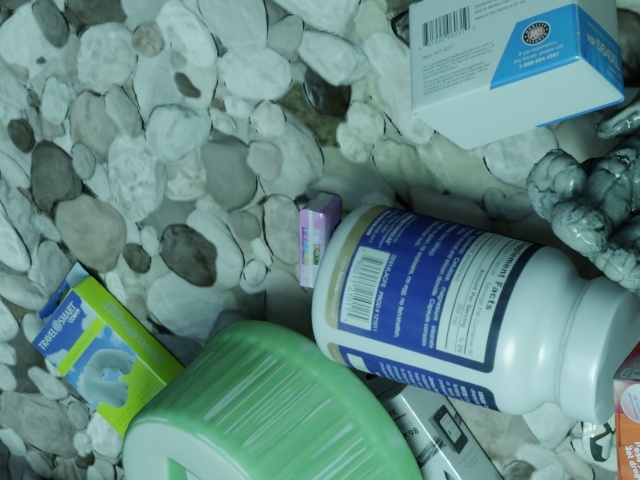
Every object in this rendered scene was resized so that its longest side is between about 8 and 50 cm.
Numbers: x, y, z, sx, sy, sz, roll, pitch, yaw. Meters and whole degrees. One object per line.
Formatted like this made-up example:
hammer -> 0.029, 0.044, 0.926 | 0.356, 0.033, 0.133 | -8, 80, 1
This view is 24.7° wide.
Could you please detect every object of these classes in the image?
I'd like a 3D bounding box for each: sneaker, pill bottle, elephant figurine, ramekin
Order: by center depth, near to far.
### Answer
elephant figurine -> 0.295, -0.075, 1.151 | 0.169, 0.186, 0.239 | 32, 101, -27
pill bottle -> 0.139, 0.067, 1.290 | 0.264, 0.153, 0.153 | 15, 118, 25
sneaker -> 0.264, 0.156, 1.330 | 0.043, 0.040, 0.109 | 10, 116, 24
ramekin -> -0.055, 0.244, 1.433 | 0.303, 0.148, 0.303 | 29, 138, 30

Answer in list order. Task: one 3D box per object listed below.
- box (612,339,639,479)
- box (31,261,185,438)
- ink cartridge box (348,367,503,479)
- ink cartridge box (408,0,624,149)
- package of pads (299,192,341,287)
box -> 0.328, 0.117, 1.142 | 0.128, 0.257, 0.123 | 3, 111, 29
box -> -0.238, 0.123, 1.604 | 0.178, 0.042, 0.109 | 45, 125, 5
ink cartridge box -> 0.085, 0.200, 1.439 | 0.104, 0.060, 0.180 | -34, 92, 37
ink cartridge box -> 0.150, -0.194, 1.150 | 0.148, 0.086, 0.203 | -16, 62, 34
package of pads -> 0.000, 0.000, 1.406 | 0.032, 0.050, 0.083 | 9, 115, 21
